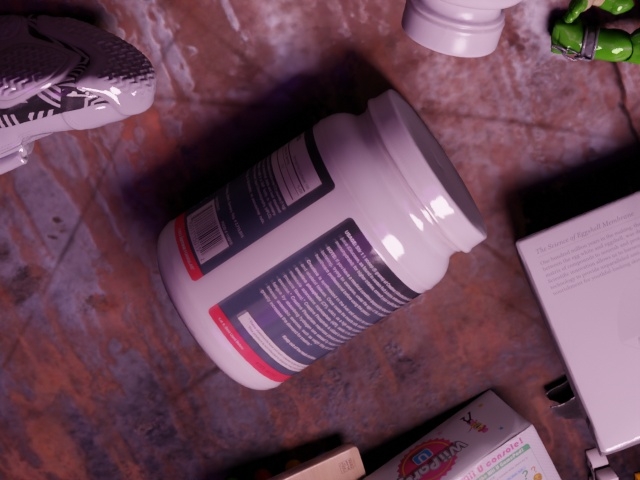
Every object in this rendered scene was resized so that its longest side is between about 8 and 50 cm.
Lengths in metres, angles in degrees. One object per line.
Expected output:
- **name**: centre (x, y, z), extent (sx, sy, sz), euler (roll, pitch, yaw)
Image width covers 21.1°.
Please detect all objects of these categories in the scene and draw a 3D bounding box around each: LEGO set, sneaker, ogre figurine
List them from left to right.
- **sneaker**: centre (-0.327, -0.082, 1.552), extent (0.365, 0.137, 0.210), euler (-3, 124, -3)
- **sneaker**: centre (0.337, 0.149, 1.879), extent (0.170, 0.051, 0.089), euler (-36, 127, 18)
- **LEGO set**: centre (0.370, 0.347, 1.981), extent (0.087, 0.093, 0.227), euler (-15, 119, -8)
- **ogre figurine**: centre (0.307, -0.239, 1.594), extent (0.118, 0.097, 0.197), euler (25, 101, -5)

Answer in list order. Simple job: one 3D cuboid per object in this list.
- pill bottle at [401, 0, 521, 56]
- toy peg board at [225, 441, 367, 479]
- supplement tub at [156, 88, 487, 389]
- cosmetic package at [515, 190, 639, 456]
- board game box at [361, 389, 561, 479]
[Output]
- **pill bottle**: centre (0.139, -0.280, 1.511), extent (0.124, 0.124, 0.221), euler (5, 123, -14)
- **toy peg board**: centre (-0.025, 0.308, 1.905), extent (0.160, 0.079, 0.161), euler (-24, 117, -13)
- **supplement tub**: centre (0.000, 0.000, 1.630), extent (0.272, 0.191, 0.191), euler (-33, 123, 12)
- **cosmetic package**: centre (0.339, 0.070, 1.709), extent (0.224, 0.225, 0.138), euler (-22, 169, 4)
- **board game box**: centre (0.179, 0.351, 1.912), extent (0.224, 0.097, 0.303), euler (-34, 122, -9)
